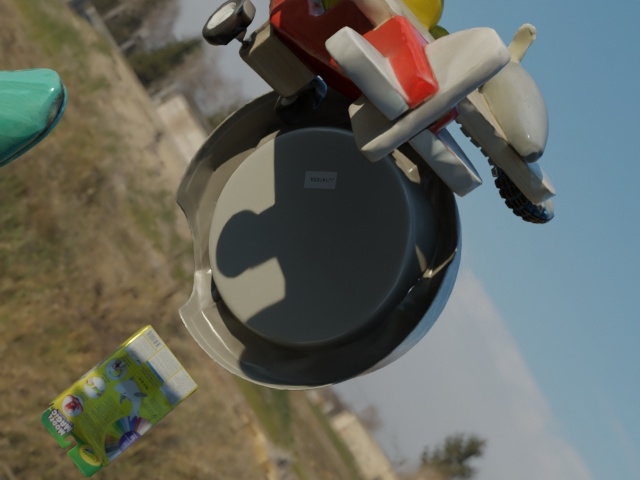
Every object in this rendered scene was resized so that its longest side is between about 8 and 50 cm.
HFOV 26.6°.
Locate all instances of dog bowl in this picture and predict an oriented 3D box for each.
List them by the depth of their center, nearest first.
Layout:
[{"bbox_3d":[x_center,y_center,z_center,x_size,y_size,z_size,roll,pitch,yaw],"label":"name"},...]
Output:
[{"bbox_3d":[0.000,0.000,1.524,0.348,0.349,0.102,57,12,23],"label":"dog bowl"}]

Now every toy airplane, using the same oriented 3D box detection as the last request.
[{"bbox_3d":[0.076,-0.210,1.246,0.384,0.272,0.386,43,-3,16],"label":"toy airplane"}]

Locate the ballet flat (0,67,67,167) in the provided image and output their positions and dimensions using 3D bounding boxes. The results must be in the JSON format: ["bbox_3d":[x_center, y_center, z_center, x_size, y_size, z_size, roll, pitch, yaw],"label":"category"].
[{"bbox_3d":[-0.294,-0.084,1.011,0.087,0.247,0.083,34,55,-36],"label":"ballet flat"}]

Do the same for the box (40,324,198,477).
[{"bbox_3d":[-0.253,0.201,1.683,0.105,0.179,0.043,53,-24,-7],"label":"box"}]

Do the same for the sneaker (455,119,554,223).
[{"bbox_3d":[0.241,-0.112,1.639,0.190,0.083,0.071,62,-28,7],"label":"sneaker"}]
